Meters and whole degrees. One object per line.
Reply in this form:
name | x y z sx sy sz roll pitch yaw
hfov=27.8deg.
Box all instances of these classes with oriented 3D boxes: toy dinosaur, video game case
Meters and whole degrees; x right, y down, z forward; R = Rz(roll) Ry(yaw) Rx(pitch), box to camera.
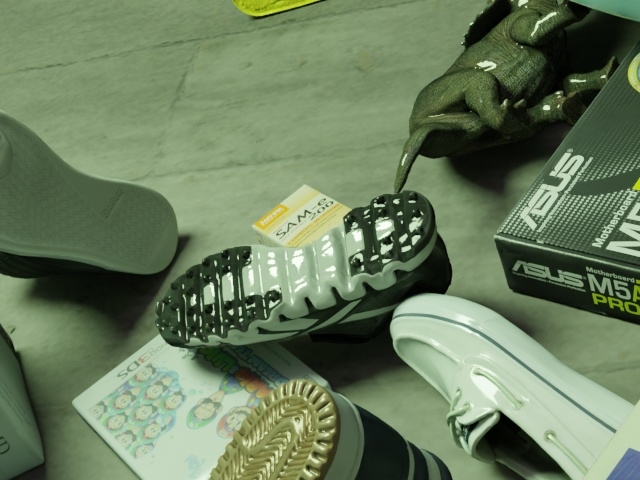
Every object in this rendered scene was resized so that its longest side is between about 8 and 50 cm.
toy dinosaur | 0.146 -0.124 1.074 0.160 0.121 0.313 -6 45 55
video game case | -0.091 0.117 0.961 0.143 0.019 0.157 -38 42 -18

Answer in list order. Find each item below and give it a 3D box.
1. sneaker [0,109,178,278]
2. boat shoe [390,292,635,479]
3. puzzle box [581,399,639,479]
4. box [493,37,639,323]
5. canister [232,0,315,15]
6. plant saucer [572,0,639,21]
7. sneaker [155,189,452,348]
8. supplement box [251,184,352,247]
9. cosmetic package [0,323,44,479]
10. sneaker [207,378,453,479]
sneaker | -0.263 -0.027 1.034 0.147 0.296 0.105 -6 72 35
boat shoe | 0.117 0.105 0.828 0.076 0.083 0.226 -41 44 -24
puzzle box | 0.293 0.195 0.586 0.409 0.052 0.272 19 54 41
box | 0.287 -0.049 0.945 0.216 0.060 0.270 16 52 37
canister | -0.037 -0.324 1.395 0.126 0.073 0.170 -14 39 9
plant saucer | 0.293 -0.253 1.083 0.317 0.044 0.317 6 33 -4
sneaker | -0.006 0.044 0.947 0.234 0.106 0.078 -20 50 19
supplement box | 0.000 0.000 1.038 0.062 0.036 0.098 -39 42 -21
cosmetic package | -0.331 0.113 0.966 0.183 0.151 0.151 -26 44 -4
sneaker | -0.032 0.221 0.772 0.282 0.153 0.099 -53 43 9
